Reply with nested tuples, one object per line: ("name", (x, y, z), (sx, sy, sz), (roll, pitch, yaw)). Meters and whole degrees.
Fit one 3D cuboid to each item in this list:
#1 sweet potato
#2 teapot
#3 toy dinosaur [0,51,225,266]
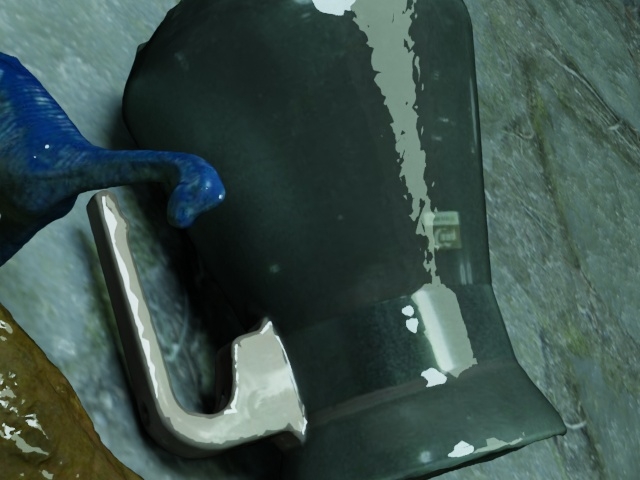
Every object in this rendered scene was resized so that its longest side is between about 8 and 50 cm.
("sweet potato", (-0.148, 0.109, 0.598), (0.341, 0.092, 0.114), (54, 2, -13))
("teapot", (0.000, 0.000, 0.829), (0.300, 0.253, 0.344), (-10, 74, -27))
("toy dinosaur", (-0.148, -0.078, 0.676), (0.075, 0.188, 0.247), (40, 30, -49))
